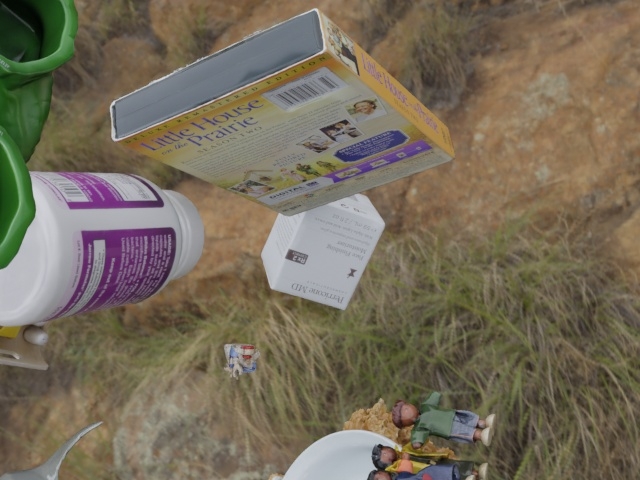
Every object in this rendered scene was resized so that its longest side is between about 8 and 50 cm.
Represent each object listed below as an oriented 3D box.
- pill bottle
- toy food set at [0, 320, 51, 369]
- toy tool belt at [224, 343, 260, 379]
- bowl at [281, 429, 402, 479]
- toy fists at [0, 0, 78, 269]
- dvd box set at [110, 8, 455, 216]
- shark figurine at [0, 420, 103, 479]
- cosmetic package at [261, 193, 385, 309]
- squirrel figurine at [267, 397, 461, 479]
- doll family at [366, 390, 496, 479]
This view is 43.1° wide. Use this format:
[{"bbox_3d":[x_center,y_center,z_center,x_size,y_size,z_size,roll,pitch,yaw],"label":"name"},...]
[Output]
[{"bbox_3d":[-0.276,0.002,0.984,0.169,0.301,0.169,2,94,26],"label":"pill bottle"},{"bbox_3d":[-0.556,0.099,1.593,0.092,0.220,0.306,20,85,27],"label":"toy food set"},{"bbox_3d":[-0.108,0.171,1.134,0.083,0.052,0.051,166,105,-71],"label":"toy tool belt"},{"bbox_3d":[0.072,0.424,1.135,0.298,0.134,0.298,-21,56,35],"label":"bowl"},{"bbox_3d":[-0.233,-0.053,0.526,0.142,0.096,0.279,-30,46,35],"label":"toy fists"},{"bbox_3d":[-0.030,-0.146,1.113,0.307,0.420,0.062,-18,70,25],"label":"dvd box set"},{"bbox_3d":[-0.164,0.181,0.540,0.278,0.166,0.116,3,48,48],"label":"shark figurine"},{"bbox_3d":[0.000,0.000,1.483,0.151,0.151,0.184,-115,46,-64],"label":"cosmetic package"},{"bbox_3d":[0.078,0.505,1.497,0.370,0.281,0.397,19,67,15],"label":"squirrel figurine"},{"bbox_3d":[0.079,0.214,0.698,0.111,0.076,0.193,7,30,22],"label":"doll family"}]
